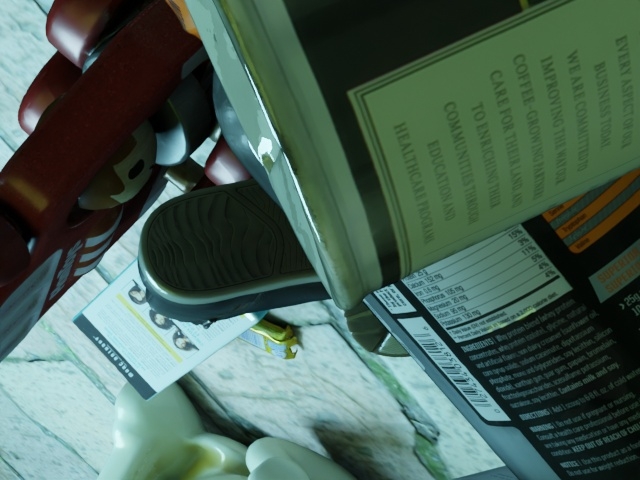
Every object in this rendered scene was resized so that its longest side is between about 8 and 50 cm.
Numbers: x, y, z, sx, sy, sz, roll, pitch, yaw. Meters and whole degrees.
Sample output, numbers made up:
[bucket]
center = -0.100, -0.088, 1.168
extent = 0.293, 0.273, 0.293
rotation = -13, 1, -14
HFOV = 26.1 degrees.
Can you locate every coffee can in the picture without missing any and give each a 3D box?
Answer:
[coffee can]
center = 0.088, -0.126, 0.396
extent = 0.201, 0.275, 0.202
rotation = 155, 90, -87

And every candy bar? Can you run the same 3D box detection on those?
[candy bar]
center = -0.086, 0.063, 1.196
extent = 0.161, 0.018, 0.040
rotation = 23, 144, 28

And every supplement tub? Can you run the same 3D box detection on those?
[supplement tub]
center = 0.094, -0.041, 0.646
extent = 0.338, 0.207, 0.207
rotation = 49, 150, -16

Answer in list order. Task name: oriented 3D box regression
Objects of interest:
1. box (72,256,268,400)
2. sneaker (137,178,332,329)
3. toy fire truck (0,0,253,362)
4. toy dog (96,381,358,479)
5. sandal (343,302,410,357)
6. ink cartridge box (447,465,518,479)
[box]
center = -0.116, 0.049, 1.141
extent = 0.100, 0.060, 0.244
rotation = 48, 146, -4
[sneaker]
center = 0.000, 0.000, 0.827
extent = 0.118, 0.222, 0.083
rotation = 125, 139, -75
[toy fire truck]
center = -0.141, -0.038, 0.874
extent = 0.169, 0.254, 0.302
rotation = 40, 151, 0
[toy dog]
center = -0.029, 0.356, 1.280
extent = 0.407, 0.285, 0.395
rotation = 11, 141, 38
[sandal]
center = 0.050, -0.021, 0.875
extent = 0.089, 0.060, 0.219
rotation = -4, 120, 15
[ink cartridge box]
center = 0.228, 0.173, 0.710
extent = 0.324, 0.330, 0.072
rotation = 7, 99, 46
